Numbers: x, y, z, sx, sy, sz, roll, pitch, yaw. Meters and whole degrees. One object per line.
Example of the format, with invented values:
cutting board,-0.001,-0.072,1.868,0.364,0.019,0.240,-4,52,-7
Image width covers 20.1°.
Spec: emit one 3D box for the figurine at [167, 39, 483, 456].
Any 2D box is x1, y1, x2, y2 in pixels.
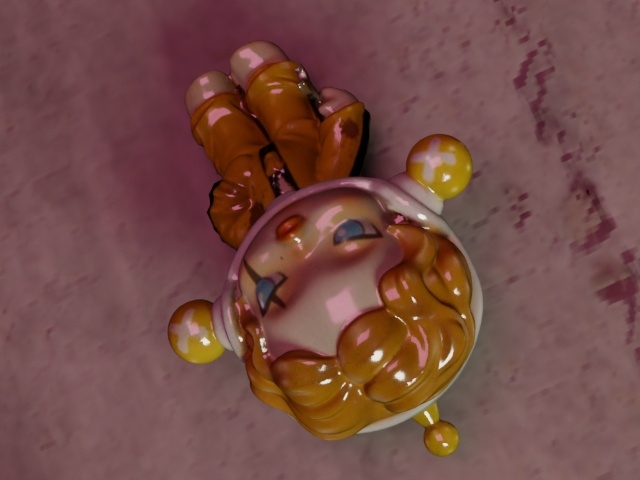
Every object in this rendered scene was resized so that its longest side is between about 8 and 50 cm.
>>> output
figurine,-0.005,0.002,0.561,0.143,0.068,0.101,33,84,36
